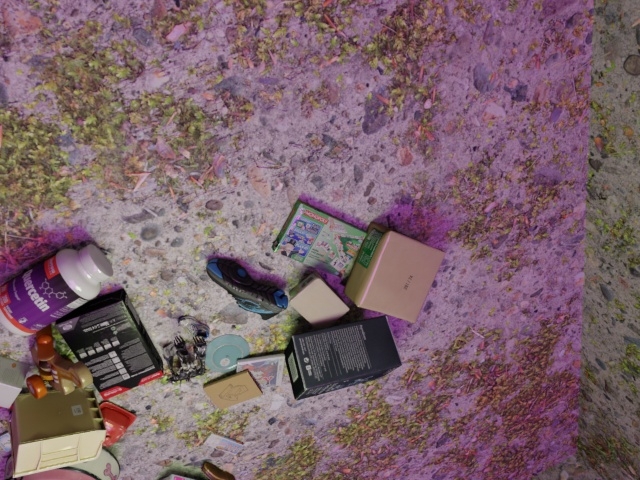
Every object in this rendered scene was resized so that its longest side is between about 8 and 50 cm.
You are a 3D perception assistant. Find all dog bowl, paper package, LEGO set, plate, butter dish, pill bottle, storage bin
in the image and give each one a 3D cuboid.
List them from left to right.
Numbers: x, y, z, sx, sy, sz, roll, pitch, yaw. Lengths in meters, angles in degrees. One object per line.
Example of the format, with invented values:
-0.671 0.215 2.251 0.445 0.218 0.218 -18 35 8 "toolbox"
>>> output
-1.118 0.656 1.662 0.182 0.060 0.244 -25 120 -12 "LEGO set"
-0.835 0.147 1.451 0.323 0.181 0.181 -32 121 -4 "pill bottle"
-0.908 0.641 1.586 0.260 0.262 0.123 4 107 -38 "storage bin"
-0.989 0.933 1.739 0.408 0.150 0.408 -4 124 -6 "dog bowl"
-0.821 0.732 1.771 0.160 0.118 0.160 -43 121 4 "butter dish"
-0.379 0.465 1.864 0.188 0.024 0.188 -9 117 -18 "plate"
0.290 0.131 1.842 0.309 0.168 0.325 20 96 -27 "paper package"

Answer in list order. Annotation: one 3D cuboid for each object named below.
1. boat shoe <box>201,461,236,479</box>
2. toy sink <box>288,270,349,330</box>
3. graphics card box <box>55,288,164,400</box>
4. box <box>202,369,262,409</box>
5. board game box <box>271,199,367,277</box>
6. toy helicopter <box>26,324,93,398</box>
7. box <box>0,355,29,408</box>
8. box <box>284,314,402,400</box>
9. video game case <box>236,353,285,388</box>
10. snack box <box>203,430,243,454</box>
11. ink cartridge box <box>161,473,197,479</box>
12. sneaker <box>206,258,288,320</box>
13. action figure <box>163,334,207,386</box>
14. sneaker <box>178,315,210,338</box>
-0.475 1.082 2.092 0.073 0.073 0.207 -41 121 -1 "boat shoe"
-0.023 0.225 1.821 0.153 0.131 0.234 -42 126 2 "toy sink"
-0.742 0.376 1.646 0.232 0.094 0.371 -21 121 -10 "graphics card box"
-0.362 0.625 1.919 0.201 0.021 0.164 -21 125 3 "box"
0.000 0.000 1.771 0.317 0.046 0.213 24 103 -28 "board game box"
-0.851 0.401 1.504 0.140 0.355 0.235 -28 110 -49 "toy helicopter"
-1.092 0.461 1.534 0.170 0.130 0.091 33 99 -29 "box"
0.078 0.477 1.857 0.395 0.212 0.293 -10 156 -15 "box"
-0.255 0.559 1.939 0.201 0.023 0.183 -3 124 -19 "video game case"
-0.432 0.907 2.054 0.178 0.022 0.064 35 97 -30 "snack box"
-0.577 1.125 2.045 0.311 0.065 0.186 31 126 -31 "ink cartridge box"
-0.290 0.195 1.712 0.341 0.125 0.139 35 125 -19 "sneaker"
-0.505 0.448 1.748 0.164 0.141 0.276 -3 142 -27 "action figure"
-0.476 0.333 1.745 0.135 0.058 0.052 31 101 -29 "sneaker"
